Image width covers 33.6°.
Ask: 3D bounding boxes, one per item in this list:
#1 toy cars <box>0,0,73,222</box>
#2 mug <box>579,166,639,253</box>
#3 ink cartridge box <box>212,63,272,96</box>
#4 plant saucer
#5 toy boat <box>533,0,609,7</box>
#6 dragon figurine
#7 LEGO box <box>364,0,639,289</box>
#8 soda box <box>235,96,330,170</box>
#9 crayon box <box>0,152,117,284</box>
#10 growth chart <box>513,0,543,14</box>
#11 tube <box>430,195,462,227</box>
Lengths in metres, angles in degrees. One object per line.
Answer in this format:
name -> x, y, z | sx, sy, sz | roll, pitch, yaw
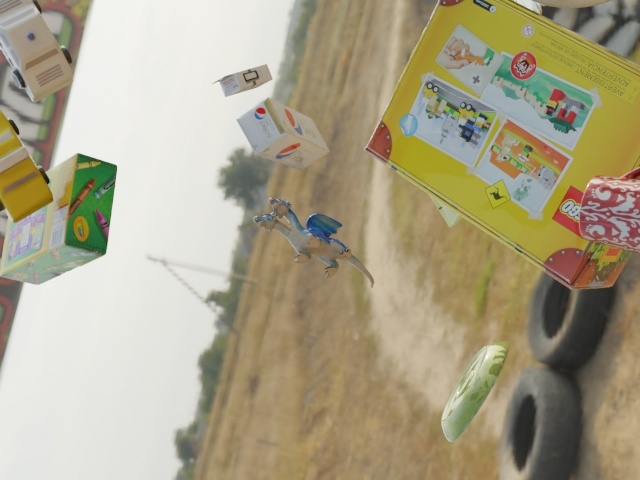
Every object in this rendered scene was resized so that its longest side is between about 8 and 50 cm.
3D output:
toy cars -> -0.496, -0.229, 1.740 | 0.087, 0.176, 0.393 | -4, 77, 65
mug -> 0.454, -0.039, 1.436 | 0.150, 0.169, 0.113 | -48, -43, -38
ink cartridge box -> -0.122, -0.246, 1.647 | 0.048, 0.083, 0.028 | -17, 95, 53
plant saucer -> 0.309, 0.302, 2.171 | 0.241, 0.037, 0.241 | -60, -2, -4
toy boat -> 0.330, -0.449, 1.372 | 0.148, 0.267, 0.318 | 47, -168, -54
dragon figurine -> 0.000, 0.000, 2.246 | 0.085, 0.289, 0.144 | -57, 29, 25
LEGO box -> 0.380, -0.200, 1.915 | 0.193, 0.500, 0.372 | 1, -59, -54
soda box -> -0.060, -0.178, 1.802 | 0.074, 0.069, 0.216 | 61, -165, 13
crayon box -> -0.466, -0.032, 1.870 | 0.278, 0.081, 0.165 | -19, 61, 49
growth chart -> 0.427, -0.471, 2.229 | 0.237, 0.021, 0.172 | 87, 171, -56
tube -> 0.346, -0.128, 2.206 | 0.070, 0.240, 0.062 | 63, -169, 30
